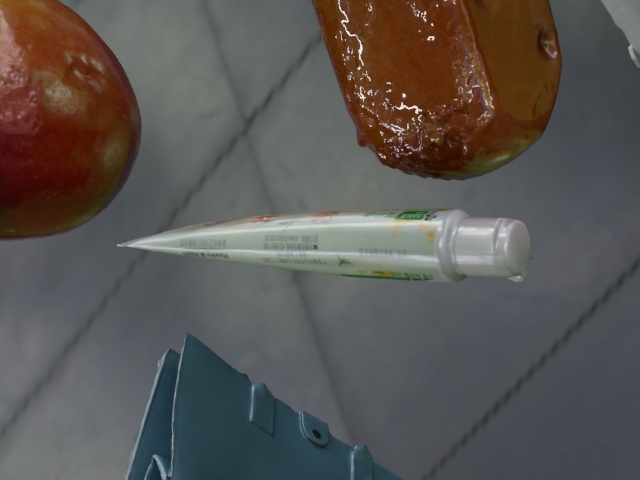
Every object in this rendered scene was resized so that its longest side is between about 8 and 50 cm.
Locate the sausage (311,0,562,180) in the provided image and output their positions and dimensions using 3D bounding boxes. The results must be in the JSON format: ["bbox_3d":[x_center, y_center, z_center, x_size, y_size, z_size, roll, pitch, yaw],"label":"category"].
[{"bbox_3d":[0.072,-0.173,1.234,0.141,0.153,0.268,-14,95,48],"label":"sausage"}]

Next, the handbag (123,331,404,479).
[{"bbox_3d":[-0.016,0.163,1.061,0.057,0.221,0.144,-39,30,33],"label":"handbag"}]

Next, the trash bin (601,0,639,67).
[{"bbox_3d":[0.209,-0.188,0.407,0.256,0.296,0.368,6,57,51],"label":"trash bin"}]

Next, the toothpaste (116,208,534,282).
[{"bbox_3d":[0.000,0.000,1.253,0.314,0.058,0.056,1,56,33],"label":"toothpaste"}]

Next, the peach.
[{"bbox_3d":[-0.265,-0.109,1.458,0.199,0.243,0.243,-42,38,33],"label":"peach"}]
